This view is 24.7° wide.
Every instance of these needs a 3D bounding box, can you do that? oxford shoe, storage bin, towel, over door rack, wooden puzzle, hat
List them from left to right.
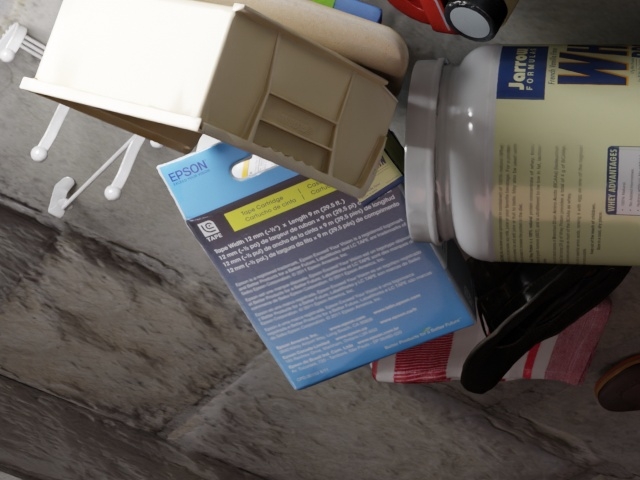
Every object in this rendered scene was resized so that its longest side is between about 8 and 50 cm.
[{"bbox_3d":[-0.372,-0.132,1.910,0.239,0.108,0.324,31,146,-24],"label":"over door rack"},{"bbox_3d":[-0.102,-0.148,1.448,0.262,0.123,0.260,15,176,41],"label":"storage bin"},{"bbox_3d":[-0.059,-0.236,1.549,0.322,0.081,0.348,18,177,1],"label":"wooden puzzle"},{"bbox_3d":[0.239,0.145,2.113,0.328,0.037,0.237,0,148,0],"label":"towel"},{"bbox_3d":[0.263,0.049,1.877,0.134,0.331,0.331,49,155,18],"label":"hat"},{"bbox_3d":[0.509,0.222,2.129,0.097,0.098,0.271,34,144,-30],"label":"oxford shoe"}]

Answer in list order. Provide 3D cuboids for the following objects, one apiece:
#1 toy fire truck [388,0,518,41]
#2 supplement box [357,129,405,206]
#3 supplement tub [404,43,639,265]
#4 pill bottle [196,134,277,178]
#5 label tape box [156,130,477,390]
[{"bbox_3d":[0.061,-0.299,1.435,0.246,0.158,0.217,14,151,35],"label":"toy fire truck"},{"bbox_3d":[0.045,-0.097,1.559,0.056,0.083,0.083,-33,111,17],"label":"supplement box"},{"bbox_3d":[0.262,-0.091,1.557,0.324,0.235,0.235,2,148,10],"label":"supplement tub"},{"bbox_3d":[-0.049,-0.084,1.840,0.208,0.118,0.118,8,149,10],"label":"pill bottle"},{"bbox_3d":[0.003,-0.014,1.730,0.249,0.115,0.348,-22,117,17],"label":"label tape box"}]
